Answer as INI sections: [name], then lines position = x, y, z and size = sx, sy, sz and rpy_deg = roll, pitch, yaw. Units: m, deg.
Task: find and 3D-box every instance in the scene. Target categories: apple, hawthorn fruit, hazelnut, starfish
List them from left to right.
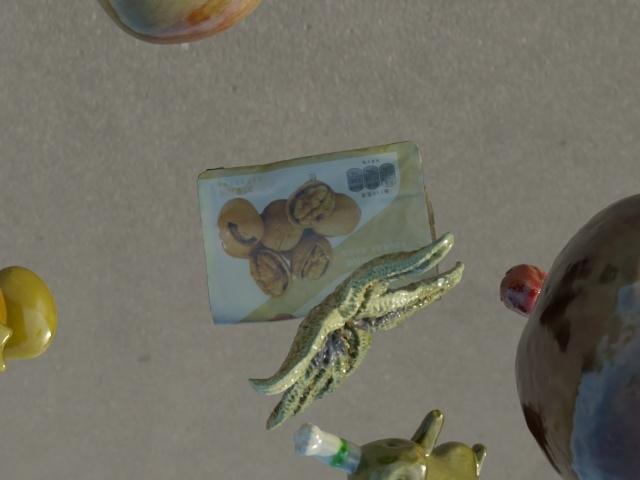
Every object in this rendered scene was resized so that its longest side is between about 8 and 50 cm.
[apple]
position = -0.195, -0.395, 1.552
size = 0.257, 0.257, 0.234
rpy_deg = 28, 121, -37
[starfish]
position = 0.023, 0.056, 0.731
size = 0.216, 0.050, 0.223
rpy_deg = -18, 159, -41
[hawthorn fruit]
position = 0.335, 0.082, 1.803
size = 0.093, 0.093, 0.093
rpy_deg = -5, 142, -4
[hazelnut]
position = 0.417, 0.144, 1.412
size = 0.352, 0.421, 0.421
rpy_deg = -1, 152, 40

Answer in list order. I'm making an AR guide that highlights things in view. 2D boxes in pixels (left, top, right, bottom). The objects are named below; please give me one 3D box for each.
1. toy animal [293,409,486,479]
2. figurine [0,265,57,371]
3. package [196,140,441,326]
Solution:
[toy animal]
position = 0.139, 0.381, 1.786
size = 0.180, 0.181, 0.363
rpy_deg = -39, 133, 26
[figurine]
position = -0.358, 0.078, 1.019
size = 0.215, 0.215, 0.228
rpy_deg = -9, 167, 3
[package]
position = 0.004, -0.001, 1.559
size = 0.311, 0.221, 0.165
rpy_deg = -9, 173, 7
